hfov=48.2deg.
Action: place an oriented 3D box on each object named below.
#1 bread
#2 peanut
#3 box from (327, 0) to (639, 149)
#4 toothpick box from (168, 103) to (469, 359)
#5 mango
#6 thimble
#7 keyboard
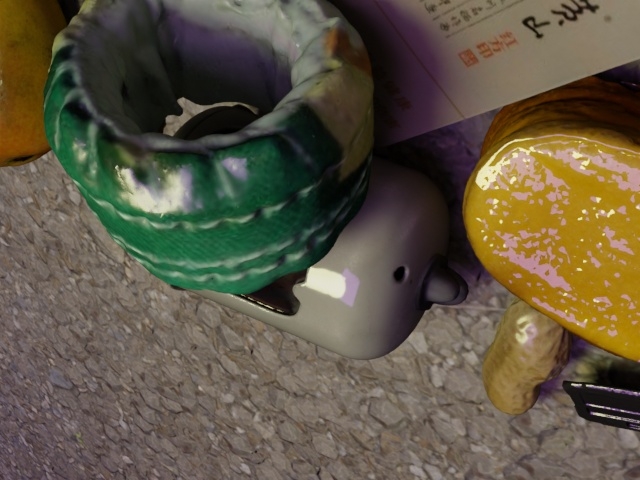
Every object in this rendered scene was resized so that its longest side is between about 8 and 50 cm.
[{"bbox_3d":[0.249,-0.018,0.592,0.269,0.142,0.195,31,131,13],"label":"bread"},{"bbox_3d":[0.219,0.126,0.763,0.080,0.080,0.174,26,135,20],"label":"peanut"},{"bbox_3d":[0.101,-0.194,0.553,0.204,0.051,0.365,49,153,-18],"label":"box"},{"bbox_3d":[0.000,0.000,0.756,0.316,0.229,0.229,21,130,22],"label":"toothpick box"},{"bbox_3d":[-0.414,-0.246,0.913,0.211,0.173,0.317,17,116,35],"label":"mango"},{"bbox_3d":[-0.092,-0.105,0.603,0.288,0.254,0.167,41,158,28],"label":"thimble"},{"bbox_3d":[0.374,0.175,0.691,0.262,0.016,0.106,4,148,35],"label":"keyboard"}]
